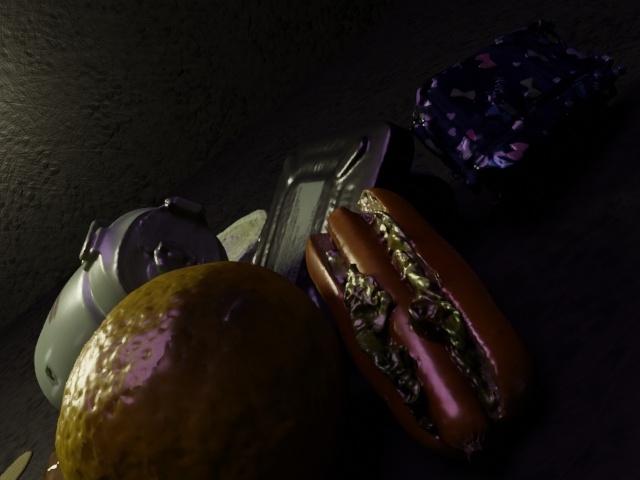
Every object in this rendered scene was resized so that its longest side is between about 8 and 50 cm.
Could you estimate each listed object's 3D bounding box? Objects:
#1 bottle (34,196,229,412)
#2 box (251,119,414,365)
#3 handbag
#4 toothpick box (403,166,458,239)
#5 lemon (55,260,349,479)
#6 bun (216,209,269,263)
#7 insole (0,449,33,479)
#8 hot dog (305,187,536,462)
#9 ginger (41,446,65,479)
[{"bbox_3d":[-0.235,0.079,1.007,0.351,0.229,0.229,-53,3,45],"label":"bottle"},{"bbox_3d":[0.000,0.000,0.977,0.289,0.073,0.289,4,76,65],"label":"box"},{"bbox_3d":[0.233,-0.152,0.915,0.260,0.162,0.113,-35,-28,-25],"label":"handbag"},{"bbox_3d":[0.109,-0.050,1.019,0.101,0.101,0.153,-39,16,0],"label":"toothpick box"},{"bbox_3d":[-0.100,0.145,0.712,0.254,0.253,0.310,-25,22,37],"label":"lemon"},{"bbox_3d":[-0.113,0.047,1.190,0.195,0.118,0.195,-36,23,18],"label":"bun"},{"bbox_3d":[-0.550,0.438,1.268,0.086,0.005,0.253,-27,21,33],"label":"insole"},{"bbox_3d":[0.077,0.059,0.696,0.135,0.100,0.337,-35,37,4],"label":"hot dog"},{"bbox_3d":[-0.221,0.241,0.915,0.276,0.130,0.221,-40,8,-23],"label":"ginger"}]
